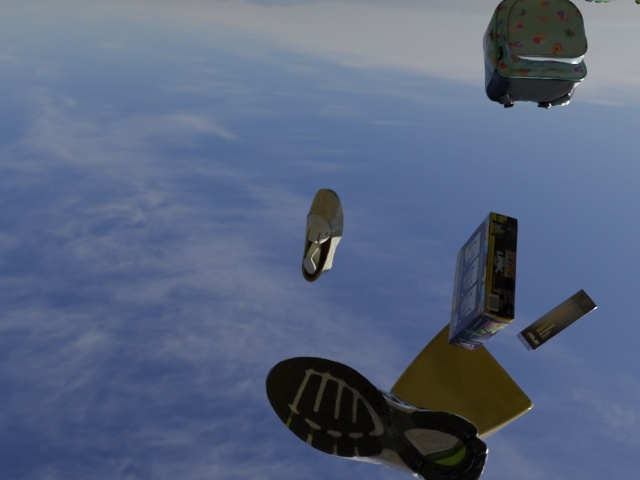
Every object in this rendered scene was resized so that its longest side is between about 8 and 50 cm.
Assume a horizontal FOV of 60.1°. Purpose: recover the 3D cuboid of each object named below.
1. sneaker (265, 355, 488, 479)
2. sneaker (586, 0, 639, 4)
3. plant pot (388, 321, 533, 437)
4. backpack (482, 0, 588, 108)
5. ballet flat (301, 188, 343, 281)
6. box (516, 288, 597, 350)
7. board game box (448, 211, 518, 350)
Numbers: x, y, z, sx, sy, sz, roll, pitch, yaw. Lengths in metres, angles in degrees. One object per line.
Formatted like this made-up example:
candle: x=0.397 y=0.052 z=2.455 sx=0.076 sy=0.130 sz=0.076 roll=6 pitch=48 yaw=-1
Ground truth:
sneaker: x=0.062 y=0.243 z=0.736 sx=0.299 sy=0.111 sz=0.121 roll=27 pitch=162 yaw=-6
sneaker: x=0.618 y=-0.555 z=1.081 sx=0.343 sy=0.134 sz=0.146 roll=14 pitch=165 yaw=7
plant pot: x=0.246 y=0.318 z=1.095 sx=0.187 sy=0.212 sz=0.212 roll=-31 pitch=-115 yaw=-19
backpack: x=0.374 y=-0.347 z=0.976 sx=0.165 sy=0.144 sz=0.189 roll=1 pitch=-119 yaw=3
ballet flat: x=0.000 y=0.000 z=0.827 sx=0.057 sy=0.168 sz=0.052 roll=24 pitch=-133 yaw=20
box: x=0.601 y=0.211 z=1.428 sx=0.056 sy=0.183 sz=0.231 roll=54 pitch=-172 yaw=19
board game box: x=0.249 y=0.065 z=0.851 sx=0.048 sy=0.141 sz=0.170 roll=15 pitch=-119 yaw=-1
